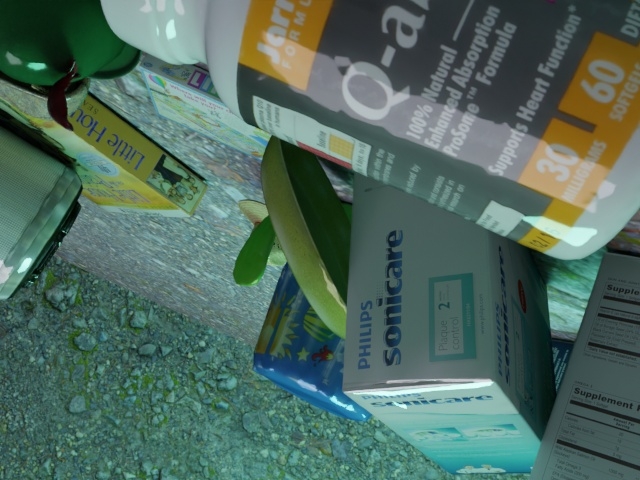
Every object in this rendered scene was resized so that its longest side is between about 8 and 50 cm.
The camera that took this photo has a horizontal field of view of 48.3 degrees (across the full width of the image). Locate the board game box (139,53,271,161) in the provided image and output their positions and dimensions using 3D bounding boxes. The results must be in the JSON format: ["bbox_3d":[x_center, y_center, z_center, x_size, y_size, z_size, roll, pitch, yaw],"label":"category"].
[{"bbox_3d":[-0.108,-0.137,0.753,0.154,0.026,0.103,25,163,5],"label":"board game box"}]

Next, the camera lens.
[{"bbox_3d":[-0.493,-0.062,0.995,0.274,0.219,0.219,34,162,-21],"label":"camera lens"}]

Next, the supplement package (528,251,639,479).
[{"bbox_3d":[0.333,0.183,0.645,0.198,0.262,0.199,12,158,37],"label":"supplement package"}]

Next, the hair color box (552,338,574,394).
[{"bbox_3d":[0.396,0.222,0.948,0.174,0.105,0.347,37,161,-31],"label":"hair color box"}]

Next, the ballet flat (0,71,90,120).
[{"bbox_3d":[-0.382,-0.236,0.754,0.316,0.107,0.106,27,162,-38],"label":"ballet flat"}]

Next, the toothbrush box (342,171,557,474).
[{"bbox_3d":[0.137,0.083,0.681,0.126,0.216,0.295,-10,146,25],"label":"toothbrush box"}]

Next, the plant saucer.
[{"bbox_3d":[0.000,0.000,0.698,0.037,0.241,0.241,-23,146,11],"label":"plant saucer"}]

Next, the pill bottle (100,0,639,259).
[{"bbox_3d":[0.040,-0.113,0.373,0.279,0.162,0.162,24,163,6],"label":"pill bottle"}]

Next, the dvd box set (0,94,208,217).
[{"bbox_3d":[-0.401,-0.171,1.022,0.308,0.062,0.420,6,154,50],"label":"dvd box set"}]

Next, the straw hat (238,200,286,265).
[{"bbox_3d":[-0.074,0.004,1.063,0.145,0.061,0.144,24,162,8],"label":"straw hat"}]

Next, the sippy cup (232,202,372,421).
[{"bbox_3d":[0.030,0.101,0.920,0.306,0.224,0.240,27,163,-1],"label":"sippy cup"}]

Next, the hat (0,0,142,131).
[{"bbox_3d":[-0.267,-0.147,0.633,0.173,0.183,0.208,19,153,-9],"label":"hat"}]
